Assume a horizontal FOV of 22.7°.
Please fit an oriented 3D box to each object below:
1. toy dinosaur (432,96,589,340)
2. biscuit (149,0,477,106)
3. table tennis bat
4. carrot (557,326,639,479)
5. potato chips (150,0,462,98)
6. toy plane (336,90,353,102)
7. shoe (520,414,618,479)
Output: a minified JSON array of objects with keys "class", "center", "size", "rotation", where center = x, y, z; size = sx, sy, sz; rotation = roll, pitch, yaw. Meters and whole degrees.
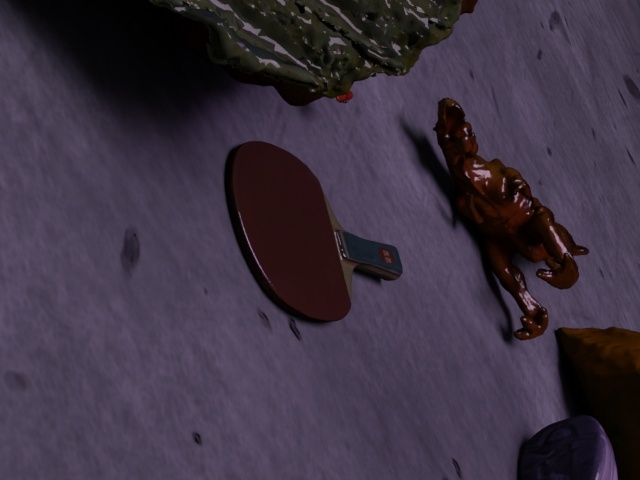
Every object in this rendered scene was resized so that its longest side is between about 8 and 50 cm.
[{"class":"toy dinosaur","center":[0.229,0.006,1.764],"size":[0.432,0.097,0.208],"rotation":[46,22,-51]},{"class":"biscuit","center":[-0.029,-0.326,1.259],"size":[0.343,0.166,0.395],"rotation":[-37,105,-46]},{"class":"table tennis bat","center":[0.000,0.000,1.337],"size":[0.274,0.021,0.154],"rotation":[18,54,-60]},{"class":"carrot","center":[0.445,0.228,1.866],"size":[0.241,0.241,0.340],"rotation":[-8,79,-67]},{"class":"potato chips","center":[-0.042,-0.299,1.082],"size":[0.429,0.070,0.358],"rotation":[31,70,-26]},{"class":"toy plane","center":[-0.017,-0.220,1.431],"size":[0.126,0.077,0.194],"rotation":[-65,138,-56]},{"class":"shoe","center":[0.261,0.289,1.590],"size":[0.137,0.095,0.245],"rotation":[59,27,-31]}]
